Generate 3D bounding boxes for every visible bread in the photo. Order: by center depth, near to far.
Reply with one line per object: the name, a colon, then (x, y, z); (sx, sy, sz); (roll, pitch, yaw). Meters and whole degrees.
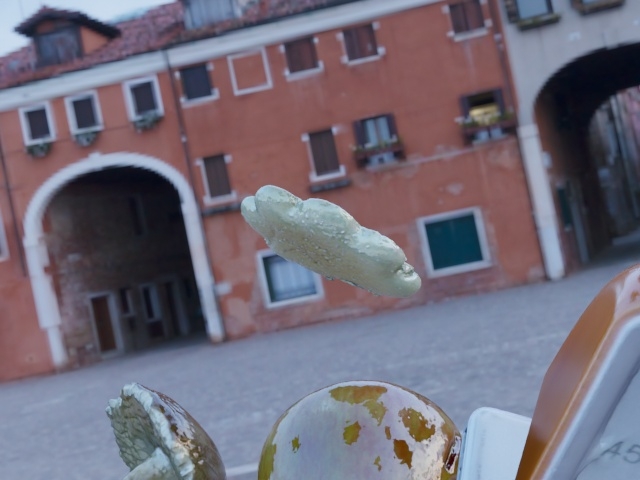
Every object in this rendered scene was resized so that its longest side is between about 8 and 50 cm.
bread: (0.000, 0.000, 1.297); (0.250, 0.039, 0.182); (18, -19, 33)

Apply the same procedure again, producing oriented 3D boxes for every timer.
timer: (0.266, 0.118, 0.618); (0.257, 0.161, 0.250); (16, -34, 2)

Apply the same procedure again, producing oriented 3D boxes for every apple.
apple: (0.053, 0.305, 1.204); (0.264, 0.264, 0.264); (-11, -1, 0)

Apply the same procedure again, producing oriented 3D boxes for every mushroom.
mushroom: (-0.234, 0.340, 1.292); (0.208, 0.302, 0.233); (17, -37, 11)

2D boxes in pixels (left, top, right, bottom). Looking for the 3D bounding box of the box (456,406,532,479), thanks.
box: (0.251, 0.233, 0.857); (0.285, 0.142, 0.044); (16, -39, 0)
